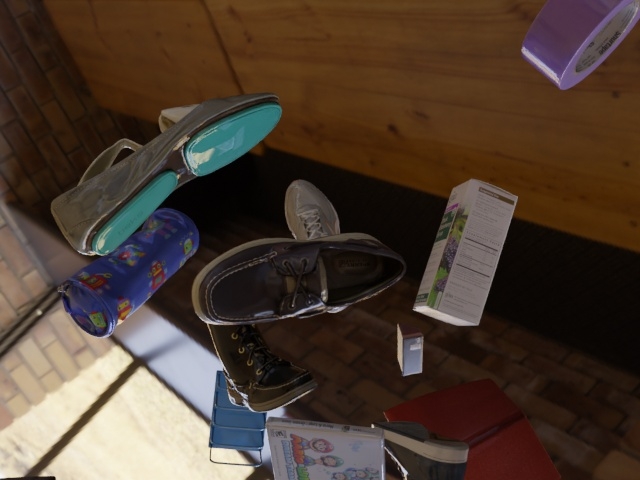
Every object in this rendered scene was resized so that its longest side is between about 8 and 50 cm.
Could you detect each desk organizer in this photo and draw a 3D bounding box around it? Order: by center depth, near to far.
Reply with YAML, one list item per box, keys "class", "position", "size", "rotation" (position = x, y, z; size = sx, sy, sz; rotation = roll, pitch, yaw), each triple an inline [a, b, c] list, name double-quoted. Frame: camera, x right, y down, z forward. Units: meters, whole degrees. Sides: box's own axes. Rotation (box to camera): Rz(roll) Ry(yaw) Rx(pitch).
- class: "desk organizer"
  position: [0.197, 0.237, 1.648]
  size: [0.050, 0.047, 0.130]
  rotation: [-105, 7, -47]

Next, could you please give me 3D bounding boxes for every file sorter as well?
- class: "file sorter"
  position: [-0.169, 0.373, 1.556]
  size: [0.104, 0.118, 0.170]
  rotation: [-127, 44, -80]

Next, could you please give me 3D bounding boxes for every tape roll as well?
- class: "tape roll"
  position: [0.389, -0.319, 1.088]
  size: [0.080, 0.189, 0.189]
  rotation: [47, 156, 18]

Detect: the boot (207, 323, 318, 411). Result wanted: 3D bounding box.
- class: "boot"
  position: [-0.105, 0.160, 1.128]
  size: [0.236, 0.085, 0.179]
  rotation: [-16, 95, 59]

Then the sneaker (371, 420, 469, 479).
- class: "sneaker"
  position: [0.142, 0.372, 1.152]
  size: [0.226, 0.086, 0.163]
  rotation: [-178, 91, -67]

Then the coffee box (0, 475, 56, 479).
- class: "coffee box"
  position: [-0.298, 0.380, 0.730]
  size: [0.168, 0.118, 0.297]
  rotation: [-93, 2, -46]

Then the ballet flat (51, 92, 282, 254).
- class: "ballet flat"
  position: [-0.129, -0.074, 0.620]
  size: [0.068, 0.213, 0.072]
  rotation: [45, 163, 17]

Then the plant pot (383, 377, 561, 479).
- class: "plant pot"
  position: [0.319, 0.440, 1.517]
  size: [0.267, 0.235, 0.267]
  rotation: [58, 178, -15]

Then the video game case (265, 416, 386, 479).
- class: "video game case"
  position: [0.010, 0.283, 0.930]
  size: [0.143, 0.019, 0.157]
  rotation: [4, 127, 12]

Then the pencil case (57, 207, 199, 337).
- class: "pencil case"
  position: [-0.358, 0.054, 1.402]
  size: [0.133, 0.306, 0.119]
  rotation: [13, 126, 22]

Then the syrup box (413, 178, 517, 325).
- class: "syrup box"
  position: [0.249, 0.022, 1.284]
  size: [0.096, 0.237, 0.093]
  rotation: [20, 170, -8]

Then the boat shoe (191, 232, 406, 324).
- class: "boat shoe"
  position: [-0.019, 0.046, 0.940]
  size: [0.092, 0.285, 0.103]
  rotation: [5, 102, 59]

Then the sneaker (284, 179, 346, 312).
- class: "sneaker"
  position: [0.000, 0.000, 1.385]
  size: [0.121, 0.099, 0.262]
  rotation: [81, 169, -78]
